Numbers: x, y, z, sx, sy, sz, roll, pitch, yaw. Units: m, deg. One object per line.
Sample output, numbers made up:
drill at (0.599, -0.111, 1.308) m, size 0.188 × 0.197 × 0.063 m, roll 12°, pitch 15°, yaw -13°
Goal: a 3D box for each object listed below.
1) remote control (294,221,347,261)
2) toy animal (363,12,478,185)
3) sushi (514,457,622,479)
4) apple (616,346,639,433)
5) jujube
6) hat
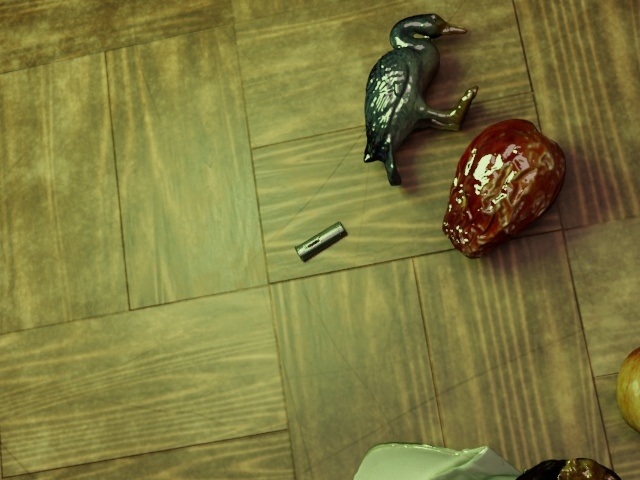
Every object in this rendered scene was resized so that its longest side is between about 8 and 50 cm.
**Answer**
remote control at (0.000, 0.000, 2.005) m, size 0.091 × 0.016 × 0.034 m, roll -32°, pitch 66°, yaw 0°
toy animal at (0.158, -0.240, 1.992) m, size 0.185 × 0.122 × 0.298 m, roll 29°, pitch 88°, yaw 6°
sushi at (0.393, 0.476, 1.672) m, size 0.234 × 0.207 × 0.348 m, roll -9°, pitch 83°, yaw -25°
apple at (0.517, 0.233, 1.776) m, size 0.146 × 0.146 × 0.131 m, roll 18°, pitch 99°, yaw 15°
jujube at (0.290, -0.082, 1.912) m, size 0.168 × 0.168 × 0.236 m, roll 38°, pitch 99°, yaw 18°
hat at (0.166, 0.446, 1.795) m, size 0.301 × 0.168 × 0.258 m, roll 5°, pitch 61°, yaw 38°
